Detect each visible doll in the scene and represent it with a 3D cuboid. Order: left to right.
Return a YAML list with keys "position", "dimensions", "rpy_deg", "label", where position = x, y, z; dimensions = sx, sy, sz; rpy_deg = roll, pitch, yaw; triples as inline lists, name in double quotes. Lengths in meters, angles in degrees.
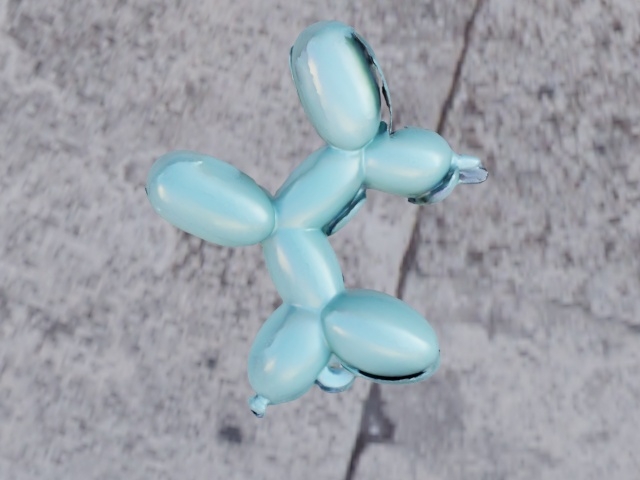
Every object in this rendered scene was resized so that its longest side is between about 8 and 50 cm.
- position: [0.000, 0.000, 0.833]
  dimensions: [0.158, 0.059, 0.159]
  rpy_deg: [42, 87, -10]
  label: "doll"
